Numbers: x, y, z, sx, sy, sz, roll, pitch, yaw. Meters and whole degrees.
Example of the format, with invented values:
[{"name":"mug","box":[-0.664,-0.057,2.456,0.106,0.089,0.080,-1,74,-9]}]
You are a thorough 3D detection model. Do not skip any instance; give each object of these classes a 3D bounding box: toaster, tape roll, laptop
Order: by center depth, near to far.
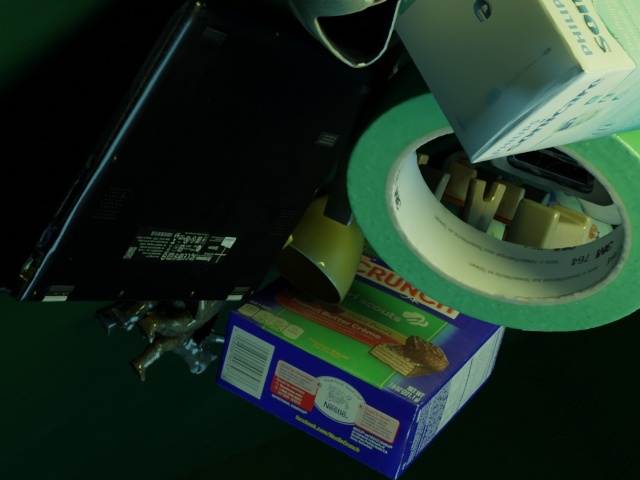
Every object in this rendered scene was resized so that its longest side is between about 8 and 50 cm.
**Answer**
[{"name":"laptop","box":[-0.199,-0.058,1.192,0.408,0.236,0.382,-57,160,12]},{"name":"tape roll","box":[0.187,-0.045,1.310,0.321,0.321,0.077,-44,-164,49]},{"name":"toaster","box":[0.253,-0.139,1.339,0.110,0.185,0.168,-51,152,-33]}]

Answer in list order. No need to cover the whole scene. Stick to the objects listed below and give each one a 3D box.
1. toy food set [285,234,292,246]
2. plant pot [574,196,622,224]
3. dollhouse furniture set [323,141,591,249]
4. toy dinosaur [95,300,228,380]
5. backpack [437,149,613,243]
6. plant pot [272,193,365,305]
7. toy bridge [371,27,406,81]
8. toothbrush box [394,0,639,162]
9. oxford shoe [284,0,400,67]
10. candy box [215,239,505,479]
[{"name":"toy food set","box":[-0.106,-0.019,1.470,0.128,0.071,0.218,-2,170,-15]},{"name":"plant pot","box":[0.412,-0.167,1.504,0.334,0.334,0.305,-14,172,-45]},{"name":"dollhouse furniture set","box":[0.167,-0.006,1.566,0.262,0.259,0.135,6,104,-48]},{"name":"toy dinosaur","box":[-0.173,0.078,1.671,0.160,0.121,0.313,-35,166,-26]},{"name":"backpack","box":[0.252,-0.024,1.834,0.253,0.225,0.191,-4,151,-38]},{"name":"plant pot","box":[0.000,0.000,1.669,0.095,0.134,0.134,-51,173,-18]},{"name":"toy bridge","box":[0.049,-0.183,1.257,0.063,0.026,0.188,-30,166,7]},{"name":"toothbrush box","box":[0.193,-0.197,1.085,0.295,0.216,0.126,-14,161,-47]},{"name":"oxford shoe","box":[0.023,-0.219,0.847,0.123,0.130,0.348,-27,167,-4]},{"name":"candy box","box":[0.062,0.135,1.760,0.317,0.268,0.122,-34,145,-57]}]
